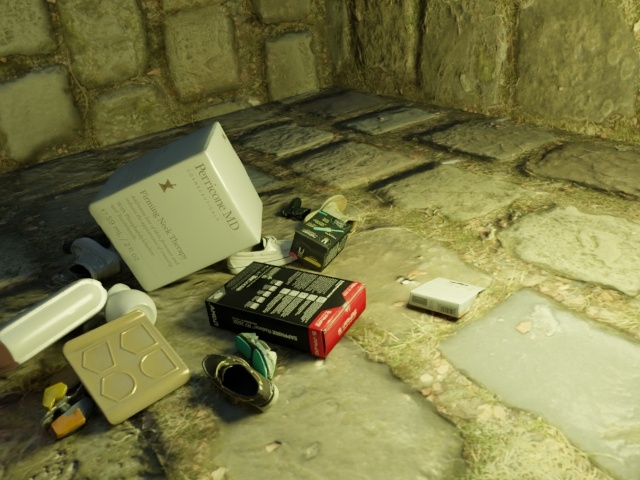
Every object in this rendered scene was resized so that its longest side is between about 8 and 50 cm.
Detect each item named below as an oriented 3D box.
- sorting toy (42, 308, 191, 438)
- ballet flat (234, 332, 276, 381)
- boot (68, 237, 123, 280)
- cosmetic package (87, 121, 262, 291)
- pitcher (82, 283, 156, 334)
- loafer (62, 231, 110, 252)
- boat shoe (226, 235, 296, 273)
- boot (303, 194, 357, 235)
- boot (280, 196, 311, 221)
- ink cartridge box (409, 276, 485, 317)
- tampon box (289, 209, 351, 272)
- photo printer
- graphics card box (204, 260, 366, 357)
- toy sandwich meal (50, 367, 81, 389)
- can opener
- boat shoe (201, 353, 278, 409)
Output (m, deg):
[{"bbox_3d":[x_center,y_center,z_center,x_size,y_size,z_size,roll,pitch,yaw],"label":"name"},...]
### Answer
[{"bbox_3d":[-0.484,0.306,1.301,0.307,0.041,0.229,-27,63,-38],"label":"sorting toy"},{"bbox_3d":[-0.141,0.273,1.367,0.070,0.070,0.188,-20,33,-24],"label":"ballet flat"},{"bbox_3d":[-0.778,0.065,1.878,0.258,0.095,0.123,15,27,34],"label":"boot"},{"bbox_3d":[-0.429,-0.113,1.786,0.394,0.329,0.327,-24,25,8],"label":"cosmetic package"},{"bbox_3d":[-0.546,0.208,1.545,0.207,0.125,0.178,11,51,50],"label":"pitcher"},{"bbox_3d":[-0.845,0.003,2.052,0.170,0.061,0.062,-9,28,-3],"label":"loafer"},{"bbox_3d":[-0.169,0.028,1.815,0.267,0.088,0.096,-13,27,-11],"label":"boat shoe"},{"bbox_3d":[0.066,-0.082,1.988,0.165,0.077,0.213,16,40,38],"label":"boot"},{"bbox_3d":[-0.079,-0.116,2.121,0.099,0.045,0.121,10,39,35],"label":"boot"},{"bbox_3d":[0.342,0.149,1.535,0.145,0.045,0.179,13,15,35],"label":"ink cartridge box"},{"bbox_3d":[0.000,0.000,1.780,0.120,0.101,0.161,28,38,15],"label":"tampon box"},{"bbox_3d":[-0.713,0.213,1.472,0.256,0.107,0.307,-23,13,41],"label":"photo printer"},{"bbox_3d":[-0.091,0.171,1.516,0.371,0.094,0.233,10,32,28],"label":"graphics card box"},{"bbox_3d":[-0.610,0.340,1.382,0.085,0.029,0.085,-7,32,4],"label":"toy sandwich meal"},{"bbox_3d":[-0.512,0.347,1.324,0.095,0.076,0.283,39,42,12],"label":"can opener"},{"bbox_3d":[-0.193,0.303,1.281,0.228,0.068,0.081,16,70,38],"label":"boat shoe"}]
